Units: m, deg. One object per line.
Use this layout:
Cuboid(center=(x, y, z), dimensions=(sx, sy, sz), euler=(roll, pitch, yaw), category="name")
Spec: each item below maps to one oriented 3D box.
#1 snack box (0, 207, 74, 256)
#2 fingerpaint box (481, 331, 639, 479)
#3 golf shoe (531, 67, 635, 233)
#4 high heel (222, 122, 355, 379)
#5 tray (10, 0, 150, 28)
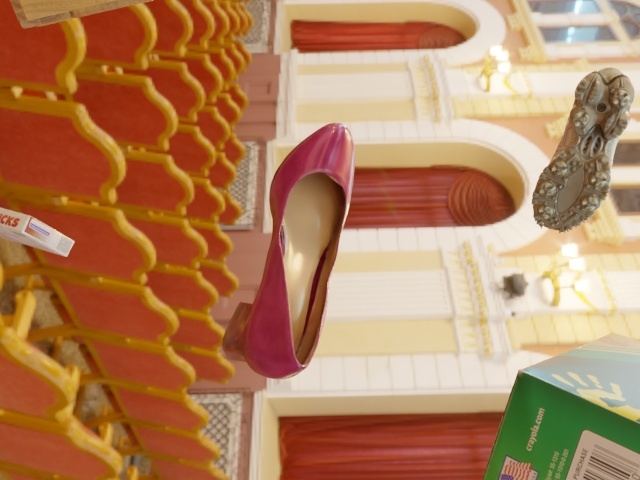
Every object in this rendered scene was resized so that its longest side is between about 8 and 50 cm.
Cuboid(center=(-0.350, -0.020, 0.693), dimensions=(0.064, 0.178, 0.022), euler=(45, 62, -57), category="snack box")
Cuboid(center=(0.296, 0.352, 0.745), dimensions=(0.371, 0.163, 0.444), euler=(1, 107, -52), category="fingerpaint box")
Cuboid(center=(0.274, -0.092, 0.663), dimensions=(0.086, 0.069, 0.176), euler=(-45, 154, -54), category="golf shoe")
Cuboid(center=(0.000, 0.000, 0.840), dimensions=(0.181, 0.127, 0.376), euler=(-5, -117, 58), category="high heel")
Cuboid(center=(-0.354, -0.449, 1.066), dimensions=(0.410, 0.203, 0.076), euler=(-104, -179, -58), category="tray")
